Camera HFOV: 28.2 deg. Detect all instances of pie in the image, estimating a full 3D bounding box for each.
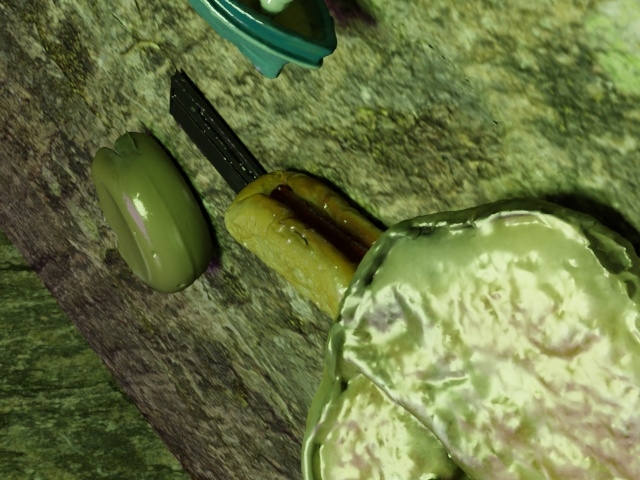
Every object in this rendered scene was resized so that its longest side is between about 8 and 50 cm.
[{"bbox_3d":[0.132,0.130,0.849,0.337,0.075,0.337,4,98,30],"label":"pie"}]

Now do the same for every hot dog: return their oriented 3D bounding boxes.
[{"bbox_3d":[0.000,0.000,1.138,0.242,0.084,0.073,40,150,40],"label":"hot dog"}]

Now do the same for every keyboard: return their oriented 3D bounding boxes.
[{"bbox_3d":[-0.080,-0.067,1.317,0.250,0.017,0.087,50,158,17],"label":"keyboard"}]

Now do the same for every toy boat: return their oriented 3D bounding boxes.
[{"bbox_3d":[-0.058,-0.224,0.917,0.098,0.109,0.238,-37,81,46],"label":"toy boat"}]

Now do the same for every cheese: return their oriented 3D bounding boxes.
[{"bbox_3d":[-0.206,-0.037,1.552,0.175,0.091,0.202,36,150,45],"label":"cheese"}]
